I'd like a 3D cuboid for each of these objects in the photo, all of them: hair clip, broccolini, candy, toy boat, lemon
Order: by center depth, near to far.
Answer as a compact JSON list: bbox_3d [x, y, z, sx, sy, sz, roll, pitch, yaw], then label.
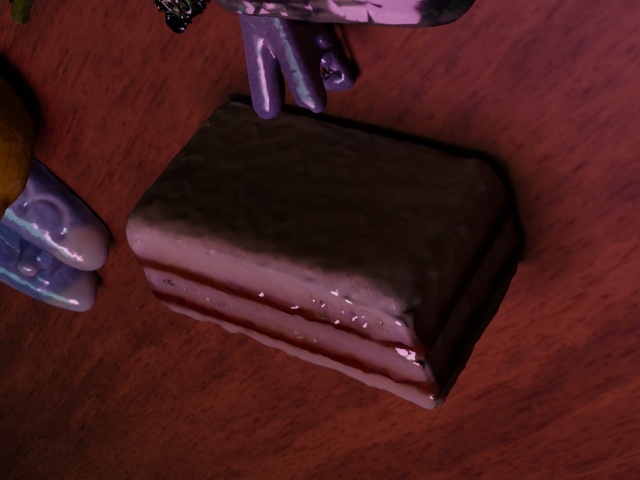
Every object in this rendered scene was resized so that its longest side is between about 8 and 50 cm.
[{"bbox_3d":[-0.043,-0.207,0.980,0.137,0.090,0.278,0,131,36],"label":"hair clip"},{"bbox_3d":[0.000,0.000,1.109,0.321,0.179,0.135,19,144,33],"label":"candy"},{"bbox_3d":[-0.189,-0.223,1.141,0.271,0.062,0.123,-12,107,46],"label":"broccolini"},{"bbox_3d":[-0.411,-0.117,1.403,0.248,0.184,0.184,55,150,9],"label":"lemon"},{"bbox_3d":[-0.413,-0.027,1.572,0.330,0.123,0.215,38,150,2],"label":"toy boat"}]

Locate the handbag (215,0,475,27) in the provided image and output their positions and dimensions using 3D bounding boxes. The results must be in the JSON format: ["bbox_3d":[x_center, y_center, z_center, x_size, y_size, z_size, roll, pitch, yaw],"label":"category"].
[{"bbox_3d":[0.026,-0.344,0.537,0.180,0.316,0.416,13,144,27],"label":"handbag"}]
